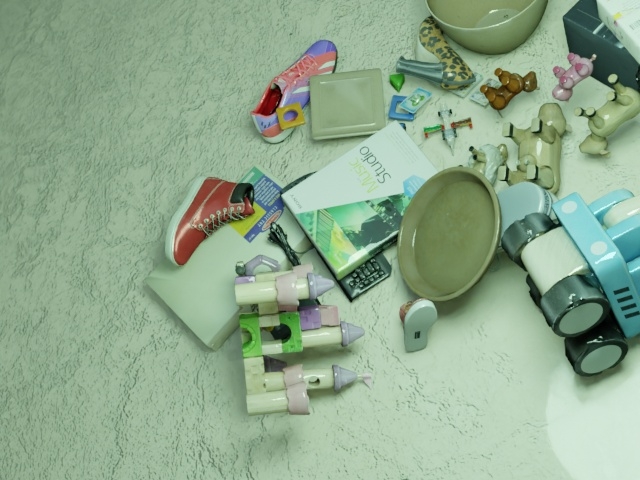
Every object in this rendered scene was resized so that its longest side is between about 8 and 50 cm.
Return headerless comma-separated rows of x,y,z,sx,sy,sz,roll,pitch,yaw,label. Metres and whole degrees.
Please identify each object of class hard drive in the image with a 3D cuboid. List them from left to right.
-0.069,0.151,1.800,0.135,0.022,0.094,-41,70,20,hard drive

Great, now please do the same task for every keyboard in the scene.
0.000,0.000,1.832,0.201,0.033,0.317,-34,68,0,keyboard

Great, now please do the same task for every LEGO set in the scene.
0.293,-0.310,1.915,0.182,0.060,0.244,33,69,34,LEGO set

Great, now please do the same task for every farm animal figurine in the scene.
0.487,-0.220,1.697,0.330,0.172,0.327,23,93,46,farm animal figurine

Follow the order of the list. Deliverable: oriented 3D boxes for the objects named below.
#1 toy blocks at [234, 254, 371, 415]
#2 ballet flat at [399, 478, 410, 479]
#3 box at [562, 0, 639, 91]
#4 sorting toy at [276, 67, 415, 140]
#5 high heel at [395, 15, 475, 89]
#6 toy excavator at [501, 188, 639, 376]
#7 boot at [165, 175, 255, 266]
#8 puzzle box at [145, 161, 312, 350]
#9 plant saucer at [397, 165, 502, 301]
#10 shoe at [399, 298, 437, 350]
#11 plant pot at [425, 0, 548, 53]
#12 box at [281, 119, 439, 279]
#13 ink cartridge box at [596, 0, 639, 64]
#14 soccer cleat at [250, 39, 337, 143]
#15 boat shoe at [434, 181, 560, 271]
-0.036,0.180,1.677,0.260,0.309,0.289,-6,97,-5,toy blocks
0.090,0.563,1.502,0.095,0.096,0.280,30,79,34,ballet flat
0.749,-0.448,1.691,0.312,0.179,0.343,-46,55,-2,box
0.065,-0.331,1.998,0.347,0.047,0.196,-5,65,6,sorting toy
0.313,-0.454,1.946,0.186,0.093,0.261,18,51,19,high heel
0.551,-0.028,1.399,0.445,0.433,0.222,-31,44,10,toy excavator
-0.254,-0.041,1.923,0.176,0.088,0.244,11,65,27,boot
-0.200,0.030,1.942,0.409,0.052,0.272,-47,55,-5,puzzle box
0.261,-0.011,1.623,0.278,0.041,0.278,-24,59,48,plant saucer
0.191,0.148,1.634,0.063,0.178,0.081,-7,55,-5,shoe
0.405,-0.546,1.890,0.284,0.191,0.284,-11,60,20,plant pot
0.106,-0.094,1.808,0.322,0.058,0.232,-35,69,-5,box
0.629,-0.455,1.601,0.115,0.067,0.198,-30,58,9,ink cartridge box
-0.064,-0.401,2.069,0.108,0.116,0.318,27,77,33,soccer cleat
0.352,-0.017,1.675,0.367,0.156,0.136,-26,56,45,boat shoe
